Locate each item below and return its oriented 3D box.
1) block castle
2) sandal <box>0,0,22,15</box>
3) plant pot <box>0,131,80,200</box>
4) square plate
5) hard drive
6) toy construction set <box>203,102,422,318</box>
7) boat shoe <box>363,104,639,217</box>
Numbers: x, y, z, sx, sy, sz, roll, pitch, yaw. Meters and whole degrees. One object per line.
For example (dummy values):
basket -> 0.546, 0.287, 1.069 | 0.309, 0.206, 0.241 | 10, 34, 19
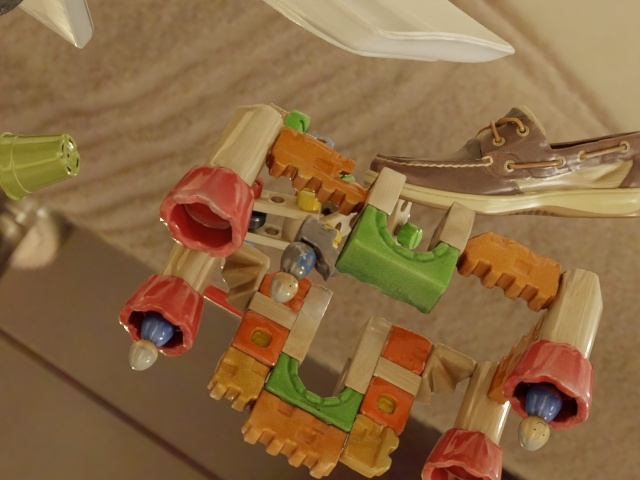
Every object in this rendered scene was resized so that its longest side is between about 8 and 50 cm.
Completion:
block castle -> 0.032, 0.093, 1.451 | 0.213, 0.453, 0.303 | -65, -176, -37
sandal -> -0.232, -0.419, 1.571 | 0.446, 0.107, 0.167 | -49, 165, 4
plant pot -> -0.330, -0.094, 1.663 | 0.079, 0.083, 0.083 | -9, -147, 17
square plate -> -0.020, -0.254, 1.268 | 0.049, 0.347, 0.344 | -59, 162, 18
hard drive -> -0.461, -0.408, 1.979 | 0.040, 0.307, 0.203 | -52, 168, -16
toy construction set -> 0.000, 0.000, 2.029 | 0.309, 0.237, 0.257 | -63, 162, 6
boat shoe -> 0.218, -0.093, 1.602 | 0.123, 0.342, 0.123 | -144, -123, -76
